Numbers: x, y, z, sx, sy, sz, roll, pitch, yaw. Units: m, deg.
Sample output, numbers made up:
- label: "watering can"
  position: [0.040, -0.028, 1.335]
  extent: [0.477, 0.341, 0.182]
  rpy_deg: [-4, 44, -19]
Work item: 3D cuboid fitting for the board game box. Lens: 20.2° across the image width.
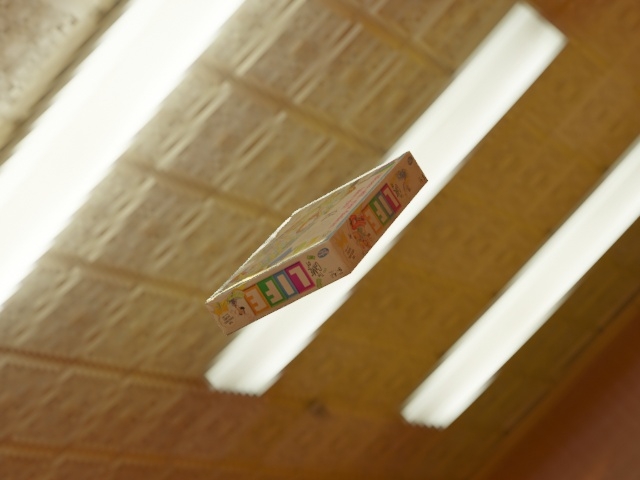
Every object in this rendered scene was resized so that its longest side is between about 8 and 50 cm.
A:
- label: "board game box"
  position: [0.000, 0.000, 1.169]
  extent: [0.103, 0.026, 0.154]
  rpy_deg: [-28, 10, 31]
